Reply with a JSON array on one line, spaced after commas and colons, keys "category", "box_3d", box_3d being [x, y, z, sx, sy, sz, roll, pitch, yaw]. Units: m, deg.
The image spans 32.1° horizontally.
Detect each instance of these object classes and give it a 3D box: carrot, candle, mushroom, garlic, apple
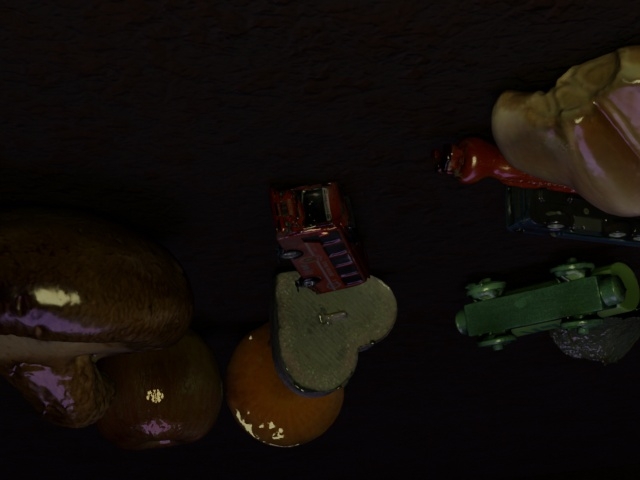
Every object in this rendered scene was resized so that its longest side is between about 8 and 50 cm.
[{"category": "carrot", "box_3d": [-0.066, 0.250, 1.826, 0.195, 0.196, 0.254, 0, 165, -5]}, {"category": "candle", "box_3d": [-0.001, 0.108, 1.496, 0.168, 0.192, 0.068, 43, 159, 5]}, {"category": "candle", "box_3d": [0.267, -0.071, 1.146, 0.329, 0.051, 0.048, 6, 145, -19]}, {"category": "mushroom", "box_3d": [-0.327, 0.066, 1.280, 0.345, 0.239, 0.345, -18, 152, -10]}, {"category": "garlic", "box_3d": [0.297, -0.089, 1.022, 0.217, 0.110, 0.228, -22, 151, 37]}, {"category": "apple", "box_3d": [-0.256, 0.227, 1.729, 0.211, 0.188, 0.211, -3, 164, -1]}]

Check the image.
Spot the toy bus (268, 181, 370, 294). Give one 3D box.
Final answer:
[{"category": "toy bus", "box_3d": [0.000, 0.000, 1.304, 0.096, 0.074, 0.235, -13, 159, 4]}]

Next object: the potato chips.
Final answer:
[{"category": "potato chips", "box_3d": [0.445, 0.137, 1.721, 0.228, 0.059, 0.167, 10, 147, -29]}]

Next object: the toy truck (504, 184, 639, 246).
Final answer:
[{"category": "toy truck", "box_3d": [0.300, -0.036, 1.227, 0.201, 0.074, 0.088, 5, 168, -20]}]

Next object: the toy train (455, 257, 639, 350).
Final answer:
[{"category": "toy train", "box_3d": [0.317, 0.089, 1.538, 0.253, 0.105, 0.157, -19, 168, 38]}]
